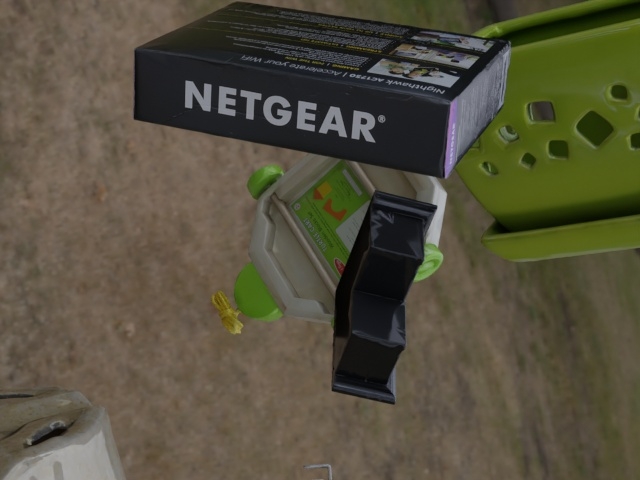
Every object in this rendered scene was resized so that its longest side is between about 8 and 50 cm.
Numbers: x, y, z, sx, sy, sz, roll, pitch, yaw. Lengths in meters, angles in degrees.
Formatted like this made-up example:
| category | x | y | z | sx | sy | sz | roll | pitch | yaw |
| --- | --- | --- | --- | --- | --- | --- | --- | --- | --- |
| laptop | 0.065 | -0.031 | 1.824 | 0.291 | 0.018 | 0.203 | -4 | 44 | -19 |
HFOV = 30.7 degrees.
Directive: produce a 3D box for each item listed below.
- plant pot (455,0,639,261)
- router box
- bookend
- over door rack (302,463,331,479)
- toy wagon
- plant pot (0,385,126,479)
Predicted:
| category | x | y | z | sx | sy | sz | roll | pitch | yaw |
| --- | --- | --- | --- | --- | --- | --- | --- | --- | --- |
| plant pot | 0.249 | -0.107 | 1.090 | 0.228 | 0.227 | 0.207 | -40 | 117 | -56 |
| router box | 0.004 | -0.090 | 0.653 | 0.133 | 0.178 | 0.046 | -45 | 143 | -59 |
| bookend | 0.068 | 0.059 | 1.234 | 0.156 | 0.072 | 0.157 | -87 | -167 | -51 |
| over door rack | -0.133 | 0.363 | 1.372 | 0.239 | 0.324 | 0.108 | 101 | -27 | -74 |
| toy wagon | 0.000 | 0.000 | 1.548 | 0.068 | 0.344 | 0.267 | 23 | 30 | -57 |
| plant pot | -0.234 | 0.275 | 0.801 | 0.334 | 0.333 | 0.306 | -26 | 111 | -65 |
